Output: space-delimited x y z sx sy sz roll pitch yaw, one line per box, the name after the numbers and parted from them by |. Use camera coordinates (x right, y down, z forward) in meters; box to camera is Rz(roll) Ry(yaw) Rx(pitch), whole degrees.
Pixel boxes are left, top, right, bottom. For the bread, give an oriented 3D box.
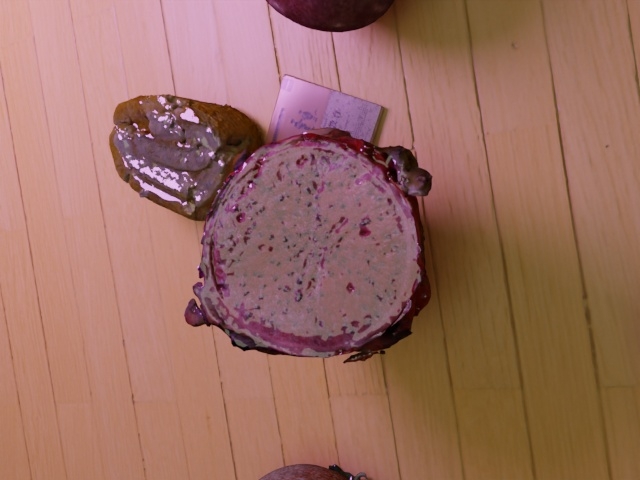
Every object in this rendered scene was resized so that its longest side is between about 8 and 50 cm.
-0.226 -0.136 1.159 0.257 0.124 0.186 18 103 26 | bread

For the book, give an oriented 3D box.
0.002 -0.170 1.102 0.172 0.012 0.118 23 104 23 | book

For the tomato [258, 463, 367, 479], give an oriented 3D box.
-0.020 0.486 1.049 0.303 0.239 0.304 1 92 29 | tomato

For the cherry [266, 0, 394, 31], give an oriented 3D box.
0.010 -0.410 0.954 0.307 0.221 0.261 33 94 12 | cherry

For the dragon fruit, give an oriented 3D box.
0.000 0.000 0.984 0.314 0.263 0.296 1 95 13 | dragon fruit
